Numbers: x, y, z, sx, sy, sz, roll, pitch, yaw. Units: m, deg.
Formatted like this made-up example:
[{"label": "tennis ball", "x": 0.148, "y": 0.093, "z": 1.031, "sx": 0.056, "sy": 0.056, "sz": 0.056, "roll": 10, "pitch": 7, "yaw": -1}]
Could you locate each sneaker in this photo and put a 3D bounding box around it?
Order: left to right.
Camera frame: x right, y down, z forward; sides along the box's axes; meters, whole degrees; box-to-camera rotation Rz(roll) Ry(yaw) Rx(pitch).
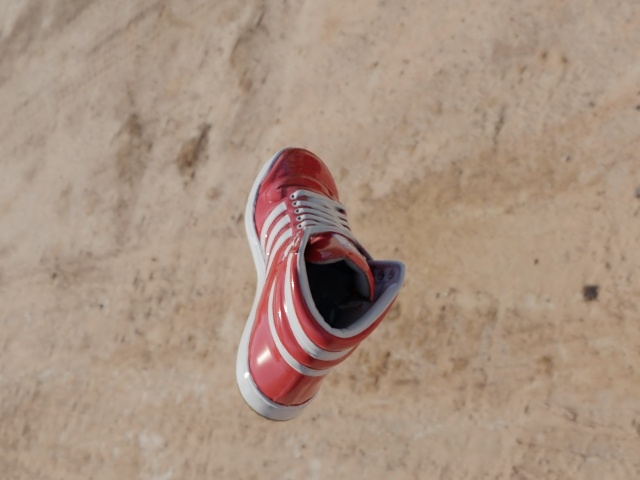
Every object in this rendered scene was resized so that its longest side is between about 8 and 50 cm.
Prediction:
[{"label": "sneaker", "x": 0.000, "y": 0.000, "z": 0.386, "sx": 0.067, "sy": 0.042, "sz": 0.119, "roll": 129, "pitch": 151, "yaw": -47}]
